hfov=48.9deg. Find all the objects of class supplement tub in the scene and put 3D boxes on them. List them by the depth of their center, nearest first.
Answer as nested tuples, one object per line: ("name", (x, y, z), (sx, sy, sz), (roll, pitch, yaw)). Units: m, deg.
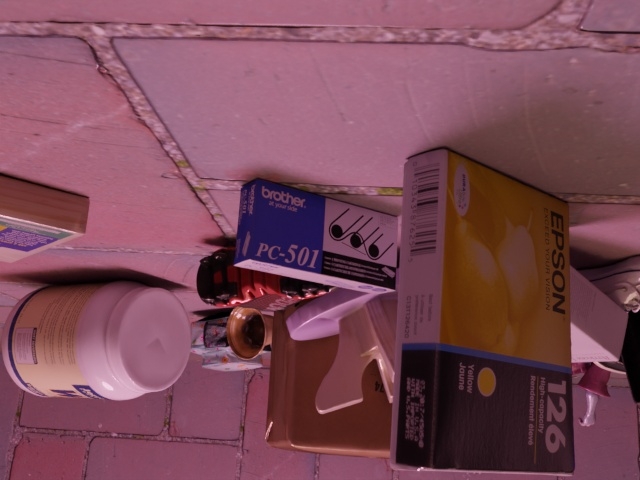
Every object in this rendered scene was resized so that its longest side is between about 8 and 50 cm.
("supplement tub", (-0.450, 0.201, 1.424), (0.325, 0.235, 0.235), (-5, 162, 30))

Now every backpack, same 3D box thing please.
("backpack", (-0.231, 0.250, 1.739), (0.189, 0.144, 0.166), (-1, 170, 38))

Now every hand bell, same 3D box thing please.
("hand bell", (-0.092, 0.209, 1.668), (0.126, 0.126, 0.242), (-9, 171, 39))

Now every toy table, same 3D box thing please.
("toy table", (0.100, 0.153, 1.092), (0.274, 0.160, 0.252), (-22, 158, 7))

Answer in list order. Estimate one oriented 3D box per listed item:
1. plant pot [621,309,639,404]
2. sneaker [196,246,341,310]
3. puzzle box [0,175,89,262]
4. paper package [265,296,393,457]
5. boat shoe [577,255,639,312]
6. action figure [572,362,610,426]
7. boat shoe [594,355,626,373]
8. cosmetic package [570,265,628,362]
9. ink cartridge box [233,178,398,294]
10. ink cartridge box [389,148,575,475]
("plant pot", (0.614, 0.163, 1.173), (0.167, 0.187, 0.188), (-8, 164, -1))
("sneaker", (-0.050, 0.049, 1.044), (0.276, 0.097, 0.135), (-11, 165, 35))
("puzzle box", (-0.533, -0.053, 0.867), (0.409, 0.052, 0.272), (17, 160, -40))
("paper package", (0.081, 0.232, 1.275), (0.325, 0.309, 0.168), (7, 162, -15))
("boat shoe", (0.458, 0.074, 1.053), (0.083, 0.075, 0.226), (11, 163, -27))
("action figure", (0.541, 0.237, 1.555), (0.370, 0.248, 0.275), (-16, 115, 21))
("boat shoe", (0.674, 0.185, 1.314), (0.340, 0.127, 0.113), (4, 164, -6))
("cosmetic package", (0.321, 0.091, 1.008), (0.231, 0.085, 0.117), (35, 152, -23))
("ink cartridge box", (0.000, 0.000, 0.849), (0.207, 0.097, 0.046), (13, 162, -31))
("ink cartridge box", (0.207, 0.091, 0.750), (0.307, 0.303, 0.072), (14, 162, -35))
